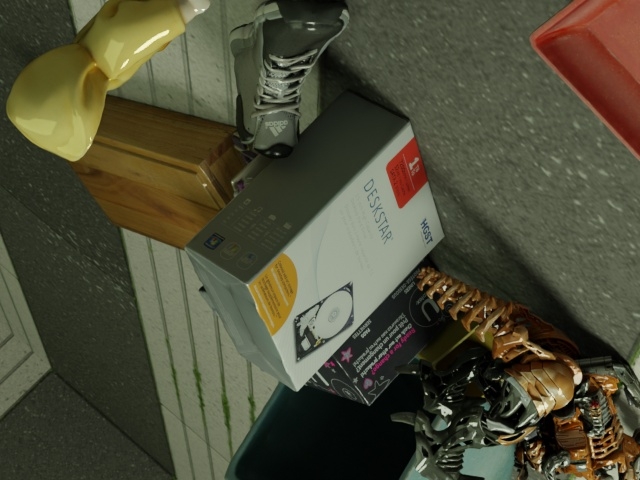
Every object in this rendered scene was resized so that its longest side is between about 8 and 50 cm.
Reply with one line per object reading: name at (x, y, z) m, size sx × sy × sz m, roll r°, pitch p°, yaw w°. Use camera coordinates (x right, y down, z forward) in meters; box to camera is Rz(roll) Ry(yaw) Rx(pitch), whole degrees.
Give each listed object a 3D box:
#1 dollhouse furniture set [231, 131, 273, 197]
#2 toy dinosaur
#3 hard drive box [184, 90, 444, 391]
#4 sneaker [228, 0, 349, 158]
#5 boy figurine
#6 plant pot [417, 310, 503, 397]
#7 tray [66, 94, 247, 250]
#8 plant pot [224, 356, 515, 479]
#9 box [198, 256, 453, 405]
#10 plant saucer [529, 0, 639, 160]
dollhouse furniture set at (-0.090, -0.106, 1.729) m, size 0.091 × 0.081 × 0.114 m, roll 31°, pitch 156°, yaw 33°
toy dinosaur at (0.197, 0.147, 1.578) m, size 0.218 × 0.164 × 0.322 m, roll -29°, pitch 95°, yaw 25°
hard drive box at (0.000, 0.000, 1.542) m, size 0.089 × 0.232 × 0.181 m, roll 29°, pitch 156°, yaw 35°
sneaker at (-0.028, -0.143, 1.450) m, size 0.229 × 0.086 × 0.132 m, roll 169°, pitch 101°, yaw -75°
boy figurine at (-0.152, -0.185, 1.399) m, size 0.092 × 0.285 × 0.177 m, roll 51°, pitch 156°, yaw -15°
plant pot at (0.147, 0.124, 1.733) m, size 0.081 × 0.081 × 0.083 m, roll 57°, pitch 167°, yaw -31°
tray at (-0.194, -0.074, 2.011) m, size 0.411 × 0.076 × 0.202 m, roll 19°, pitch 148°, yaw 52°
plant pot at (0.092, 0.271, 1.911) m, size 0.247 × 0.247 × 0.252 m, roll 24°, pitch 169°, yaw 45°
box at (0.006, 0.068, 1.764) m, size 0.142 × 0.163 × 0.247 m, roll 53°, pitch 159°, yaw -22°
plant saucer at (0.290, -0.096, 1.060) m, size 0.259 × 0.048 × 0.258 m, roll 46°, pitch 160°, yaw -3°
